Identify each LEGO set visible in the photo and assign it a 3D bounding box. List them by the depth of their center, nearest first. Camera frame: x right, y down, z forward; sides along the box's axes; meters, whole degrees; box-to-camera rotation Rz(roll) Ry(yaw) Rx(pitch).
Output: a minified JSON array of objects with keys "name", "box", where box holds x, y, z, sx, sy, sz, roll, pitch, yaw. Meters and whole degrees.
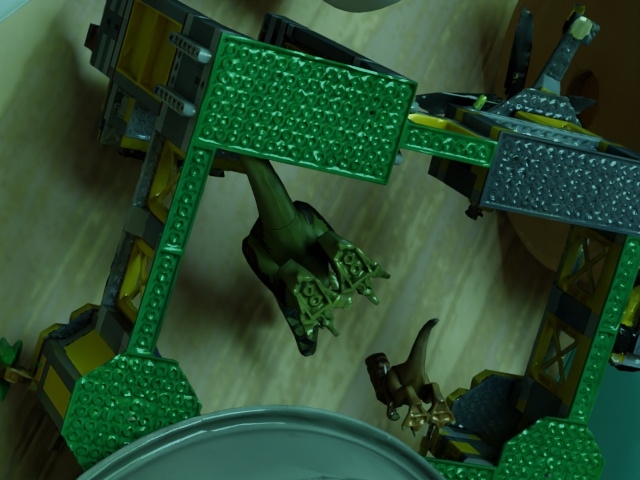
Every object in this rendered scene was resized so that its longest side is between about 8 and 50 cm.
[{"name":"LEGO set","box":[0.000,0.000,0.889,0.331,0.192,0.255,3,106,-24]}]

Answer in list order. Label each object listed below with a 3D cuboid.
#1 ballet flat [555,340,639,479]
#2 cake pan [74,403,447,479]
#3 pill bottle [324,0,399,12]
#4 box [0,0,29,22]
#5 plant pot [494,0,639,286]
[{"name":"ballet flat","box":[0.166,0.183,1.015,0.096,0.095,0.280,27,68,-43]},{"name":"cake pan","box":[-0.022,0.219,0.776,0.293,0.054,0.293,-4,97,-30]},{"name":"pill bottle","box":[-0.076,-0.272,0.869,0.363,0.210,0.210,30,57,-32]},{"name":"box","box":[-0.174,-0.130,0.808,0.087,0.101,0.102,54,49,-13]},{"name":"plant pot","box":[0.235,-0.074,1.050,0.203,0.291,0.291,4,72,-24]}]
